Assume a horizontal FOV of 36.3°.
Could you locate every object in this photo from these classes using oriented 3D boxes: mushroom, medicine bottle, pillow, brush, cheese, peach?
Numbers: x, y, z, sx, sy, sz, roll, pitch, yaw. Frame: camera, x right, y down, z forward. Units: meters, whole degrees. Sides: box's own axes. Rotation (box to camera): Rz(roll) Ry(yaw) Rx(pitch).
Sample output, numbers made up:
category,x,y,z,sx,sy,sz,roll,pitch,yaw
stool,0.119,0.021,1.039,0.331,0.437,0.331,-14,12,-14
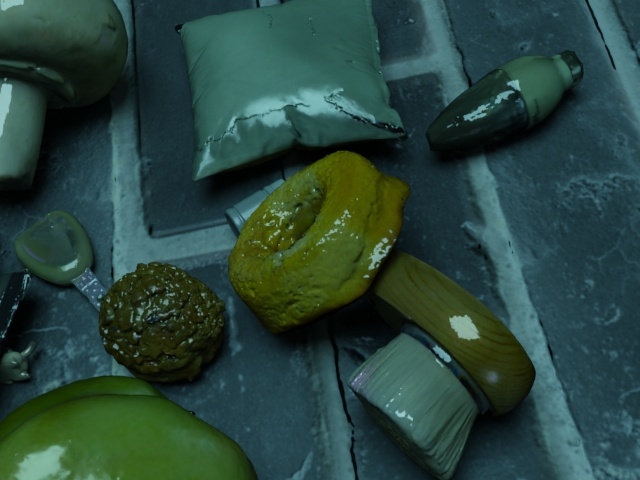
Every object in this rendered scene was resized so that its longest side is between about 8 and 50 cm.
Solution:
category,x,y,z,sx,sy,sz,roll,pitch,yaw
mushroom,-0.431,-0.234,1.409,0.315,0.314,0.336,2,83,10
medicine bottle,-0.078,-0.037,1.320,0.091,0.058,0.058,-31,57,-12
pillow,-0.051,-0.234,1.411,0.313,0.119,0.310,-11,59,2
brush,0.104,0.129,1.125,0.166,0.174,0.267,-41,51,-7
cheese,-0.335,0.037,1.325,0.097,0.037,0.192,-40,60,-16
peach,-0.226,0.290,0.990,0.315,0.314,0.281,-56,27,2

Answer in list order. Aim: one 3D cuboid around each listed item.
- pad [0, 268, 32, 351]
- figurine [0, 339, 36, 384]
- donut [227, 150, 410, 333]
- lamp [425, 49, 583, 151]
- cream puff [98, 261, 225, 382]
category,x,y,z,sx,sy,sz,roll,pitch,yaw
pad,-0.471,0.141,1.256,0.174,0.022,0.233,-5,55,29
figurine,-0.408,0.156,1.258,0.083,0.047,0.050,-6,41,13
donut,-0.002,0.000,1.197,0.253,0.118,0.253,-32,29,20
lamp,0.254,-0.191,1.347,0.250,0.101,0.101,-27,57,-7
cream puff,-0.199,0.097,1.216,0.165,0.115,0.150,-6,60,4
